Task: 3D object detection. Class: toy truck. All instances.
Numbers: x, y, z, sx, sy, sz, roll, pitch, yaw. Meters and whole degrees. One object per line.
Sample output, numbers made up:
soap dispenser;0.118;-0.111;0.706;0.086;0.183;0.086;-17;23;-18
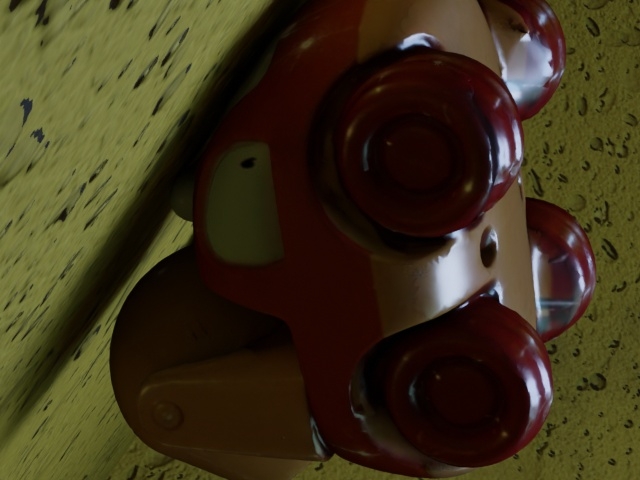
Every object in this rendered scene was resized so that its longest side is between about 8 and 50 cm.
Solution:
toy truck;0.000;0.000;0.893;0.189;0.239;0.264;-54;138;-62
